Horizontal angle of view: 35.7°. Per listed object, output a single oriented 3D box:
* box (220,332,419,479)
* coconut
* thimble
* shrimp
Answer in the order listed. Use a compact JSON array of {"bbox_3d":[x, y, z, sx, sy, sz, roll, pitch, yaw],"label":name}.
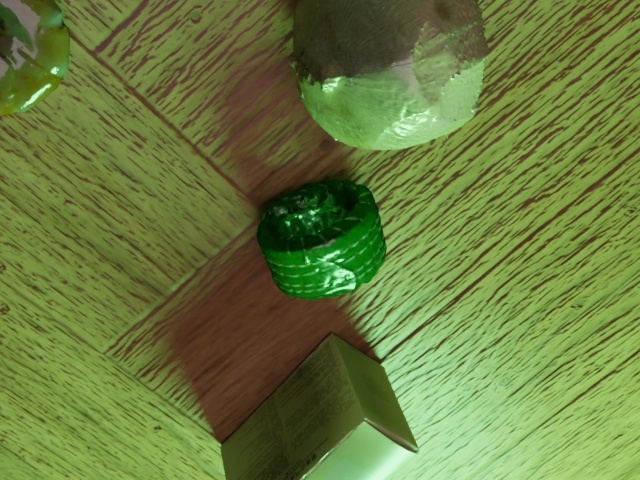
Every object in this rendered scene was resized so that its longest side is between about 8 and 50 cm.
[{"bbox_3d":[-0.007,0.241,1.144,0.095,0.168,0.212,37,106,-26],"label":"box"},{"bbox_3d":[0.061,-0.172,0.924,0.194,0.194,0.194,-6,120,-10],"label":"coconut"},{"bbox_3d":[0.000,0.000,1.043,0.130,0.118,0.090,-4,128,21],"label":"thimble"},{"bbox_3d":[-0.362,-0.199,0.873,0.287,0.063,0.152,14,118,-25],"label":"shrimp"}]
